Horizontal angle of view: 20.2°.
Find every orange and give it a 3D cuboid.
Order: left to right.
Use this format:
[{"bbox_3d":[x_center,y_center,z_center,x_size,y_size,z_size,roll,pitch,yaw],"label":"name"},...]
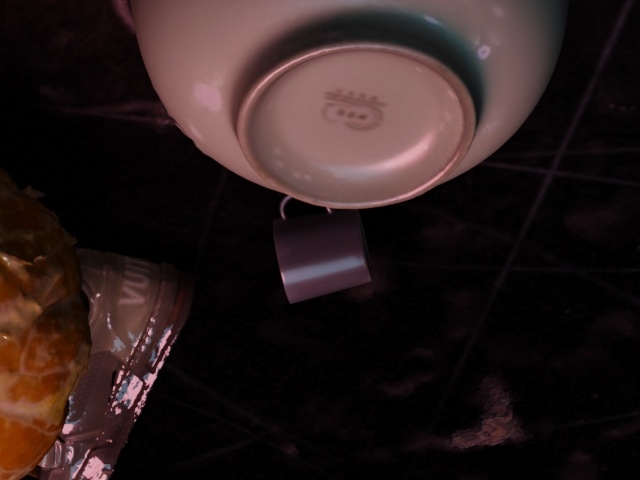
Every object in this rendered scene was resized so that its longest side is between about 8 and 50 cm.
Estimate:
[{"bbox_3d":[-0.354,0.072,1.496,0.329,0.249,0.329,0,95,4],"label":"orange"}]

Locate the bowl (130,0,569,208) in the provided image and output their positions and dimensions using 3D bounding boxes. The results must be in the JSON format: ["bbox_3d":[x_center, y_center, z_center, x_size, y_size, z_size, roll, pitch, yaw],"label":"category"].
[{"bbox_3d":[0.024,-0.147,1.340,0.353,0.185,0.354,-1,139,-1],"label":"bowl"}]

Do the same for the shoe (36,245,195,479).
[{"bbox_3d":[-0.239,0.130,1.671,0.149,0.109,0.293,25,104,-16],"label":"shoe"}]

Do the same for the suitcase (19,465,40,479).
[{"bbox_3d":[-0.340,0.258,1.829,0.194,0.143,0.235,29,132,-29],"label":"suitcase"}]

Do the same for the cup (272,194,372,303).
[{"bbox_3d":[0.000,0.000,1.603,0.077,0.078,0.100,-12,107,4],"label":"cup"}]
